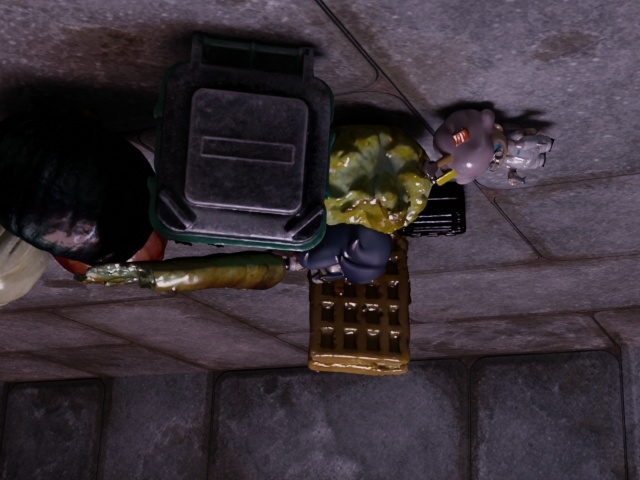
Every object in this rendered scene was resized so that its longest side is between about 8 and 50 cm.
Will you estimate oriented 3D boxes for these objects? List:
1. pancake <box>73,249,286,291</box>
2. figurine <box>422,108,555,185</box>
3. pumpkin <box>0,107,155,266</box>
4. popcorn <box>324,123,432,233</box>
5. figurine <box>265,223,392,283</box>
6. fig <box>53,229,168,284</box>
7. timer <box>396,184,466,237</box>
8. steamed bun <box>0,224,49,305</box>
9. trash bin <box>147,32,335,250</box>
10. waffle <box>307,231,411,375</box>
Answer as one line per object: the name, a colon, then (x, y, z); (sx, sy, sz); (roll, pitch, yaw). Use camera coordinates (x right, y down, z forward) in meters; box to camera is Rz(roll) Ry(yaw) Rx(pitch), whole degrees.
pancake: (-0.204, 0.056, 1.597); (0.305, 0.066, 0.427); (-5, 180, -3)
figurine: (0.268, -0.153, 1.670); (0.229, 0.112, 0.137); (1, 136, -18)
pumpkin: (-0.410, -0.100, 1.686); (0.315, 0.238, 0.315); (21, -178, -1)
popcorn: (0.075, -0.104, 1.711); (0.221, 0.183, 0.204); (7, 163, -3)
figurine: (0.015, 0.006, 2.072); (0.265, 0.175, 0.197); (5, 146, -36)
fig: (-0.415, -0.033, 1.947); (0.263, 0.224, 0.224); (28, 152, -23)
timer: (0.216, -0.061, 2.045); (0.144, 0.055, 0.187); (-3, 158, 8)
steamed bun: (-0.620, 0.002, 1.779); (0.289, 0.276, 0.203); (28, 132, -10)
trash bin: (-0.134, -0.121, 1.587); (0.259, 0.295, 0.381); (5, 172, -10)
waffle: (0.080, 0.121, 2.178); (0.224, 0.327, 0.098); (5, 150, -5)
